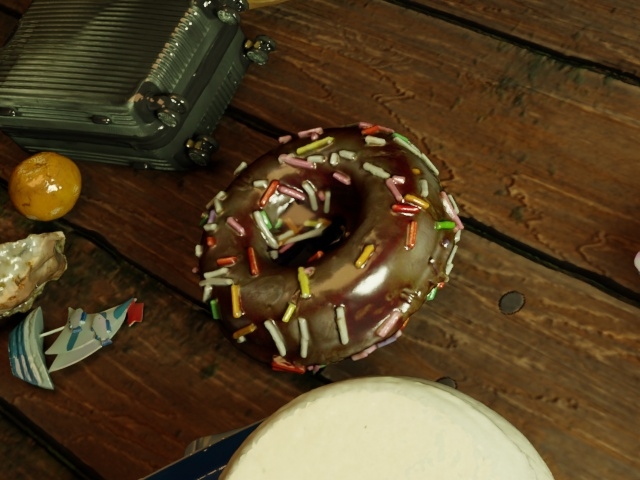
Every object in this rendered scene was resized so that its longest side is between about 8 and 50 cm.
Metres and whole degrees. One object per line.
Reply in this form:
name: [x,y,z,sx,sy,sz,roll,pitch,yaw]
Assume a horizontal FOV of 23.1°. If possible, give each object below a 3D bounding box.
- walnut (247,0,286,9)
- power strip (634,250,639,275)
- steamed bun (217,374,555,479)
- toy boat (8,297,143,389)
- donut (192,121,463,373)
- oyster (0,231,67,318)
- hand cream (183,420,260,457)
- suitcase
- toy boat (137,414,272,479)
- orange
walnut: [-0.069,-0.361,1.741,0.298,0.203,0.203,-18,47,8]
power strip: [0.341,0.072,1.176,0.109,0.037,0.279,-32,43,4]
steamed bun: [0.054,0.247,1.170,0.283,0.177,0.283,-4,70,11]
toy boat: [-0.253,0.108,1.599,0.149,0.034,0.105,-2,51,16]
donut: [0.000,0.000,1.470,0.270,0.103,0.269,-18,46,20]
oyster: [-0.332,0.049,1.671,0.148,0.051,0.103,-23,41,-7]
hand cream: [-0.020,0.182,1.377,0.256,0.055,0.088,-22,43,25]
suitcase: [-0.222,-0.188,1.741,0.312,0.128,0.202,8,60,37]
toy boat: [-0.027,0.210,1.310,0.295,0.129,0.088,-28,0,10]
orange: [-0.304,-0.058,1.729,0.083,0.070,0.083,-12,42,11]
